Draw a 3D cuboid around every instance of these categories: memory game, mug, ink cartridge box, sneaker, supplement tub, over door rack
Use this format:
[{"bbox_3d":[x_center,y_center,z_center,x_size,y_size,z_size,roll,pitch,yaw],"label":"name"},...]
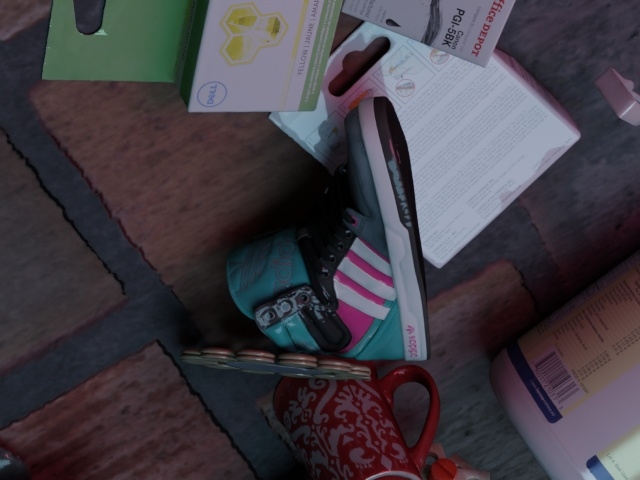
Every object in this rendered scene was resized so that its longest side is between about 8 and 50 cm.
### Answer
[{"bbox_3d":[-0.043,0.116,1.840,0.186,0.186,0.012,10,81,-30],"label":"memory game"},{"bbox_3d":[0.044,0.190,1.917,0.150,0.169,0.113,-45,130,15],"label":"mug"},{"bbox_3d":[0.098,-0.217,1.637,0.135,0.056,0.099,21,134,1],"label":"ink cartridge box"},{"bbox_3d":[0.000,0.000,1.758,0.178,0.124,0.295,-6,131,4],"label":"sneaker"},{"bbox_3d":[0.359,0.125,1.957,0.325,0.235,0.235,-37,132,8],"label":"supplement tub"},{"bbox_3d":[0.096,-0.112,1.792,0.232,0.066,0.189,42,105,-19],"label":"ink cartridge box"},{"bbox_3d":[-0.102,-0.190,1.628,0.235,0.056,0.171,-3,128,-24],"label":"ink cartridge box"},{"bbox_3d":[0.395,-0.193,1.784,0.239,0.108,0.324,-47,150,17],"label":"over door rack"}]

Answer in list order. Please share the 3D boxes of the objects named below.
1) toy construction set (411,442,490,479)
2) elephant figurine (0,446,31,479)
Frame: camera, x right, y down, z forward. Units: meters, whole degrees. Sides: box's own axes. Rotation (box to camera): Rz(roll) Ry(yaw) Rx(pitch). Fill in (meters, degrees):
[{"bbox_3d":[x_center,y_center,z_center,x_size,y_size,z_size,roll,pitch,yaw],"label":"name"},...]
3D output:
[{"bbox_3d":[0.057,0.347,2.035,0.215,0.151,0.327,20,128,8],"label":"toy construction set"},{"bbox_3d":[-0.326,0.285,1.858,0.239,0.169,0.186,25,85,-20],"label":"elephant figurine"}]
